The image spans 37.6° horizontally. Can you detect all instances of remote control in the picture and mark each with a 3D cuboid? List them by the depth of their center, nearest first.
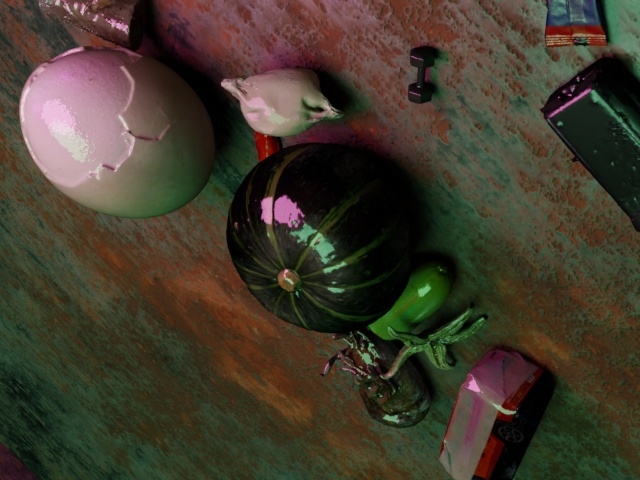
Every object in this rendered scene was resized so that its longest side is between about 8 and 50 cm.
[{"bbox_3d":[0.457,-0.059,1.263,0.399,0.062,0.144,47,139,-5],"label":"remote control"}]

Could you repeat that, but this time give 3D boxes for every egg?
[{"bbox_3d":[-0.345,-0.183,1.577,0.278,0.336,0.279,-11,72,36],"label":"egg"}]

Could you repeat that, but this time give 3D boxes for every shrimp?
[{"bbox_3d":[0.086,0.221,1.742,0.145,0.116,0.343,-13,120,40],"label":"shrimp"}]

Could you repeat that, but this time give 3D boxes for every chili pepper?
[{"bbox_3d":[-0.094,-0.183,1.617,0.045,0.027,0.178,18,131,27],"label":"chili pepper"}]

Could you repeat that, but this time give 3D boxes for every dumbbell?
[{"bbox_3d":[0.147,-0.241,1.373,0.036,0.040,0.083,52,152,44],"label":"dumbbell"}]

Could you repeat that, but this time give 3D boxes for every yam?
[{"bbox_3d":[-0.376,-0.397,1.603,0.183,0.107,0.107,27,136,13],"label":"yam"}]

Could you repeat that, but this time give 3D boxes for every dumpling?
[{"bbox_3d":[-0.058,-0.222,1.493,0.199,0.136,0.118,18,100,-1],"label":"dumpling"}]

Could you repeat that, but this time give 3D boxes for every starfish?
[{"bbox_3d":[0.186,0.174,1.624,0.223,0.216,0.050,-40,55,20],"label":"starfish"}]

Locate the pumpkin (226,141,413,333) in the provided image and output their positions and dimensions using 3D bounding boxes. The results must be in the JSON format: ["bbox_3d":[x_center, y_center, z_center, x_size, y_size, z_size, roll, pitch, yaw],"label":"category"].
[{"bbox_3d":[0.000,0.000,1.533,0.323,0.241,0.323,22,132,27],"label":"pumpkin"}]

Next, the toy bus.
[{"bbox_3d":[0.305,0.330,1.659,0.147,0.127,0.303,32,139,20],"label":"toy bus"}]

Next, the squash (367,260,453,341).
[{"bbox_3d":[0.160,0.098,1.603,0.095,0.095,0.188,45,138,-2],"label":"squash"}]

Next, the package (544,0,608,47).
[{"bbox_3d":[0.312,-0.334,1.177,0.083,0.022,0.200,9,129,34],"label":"package"}]
